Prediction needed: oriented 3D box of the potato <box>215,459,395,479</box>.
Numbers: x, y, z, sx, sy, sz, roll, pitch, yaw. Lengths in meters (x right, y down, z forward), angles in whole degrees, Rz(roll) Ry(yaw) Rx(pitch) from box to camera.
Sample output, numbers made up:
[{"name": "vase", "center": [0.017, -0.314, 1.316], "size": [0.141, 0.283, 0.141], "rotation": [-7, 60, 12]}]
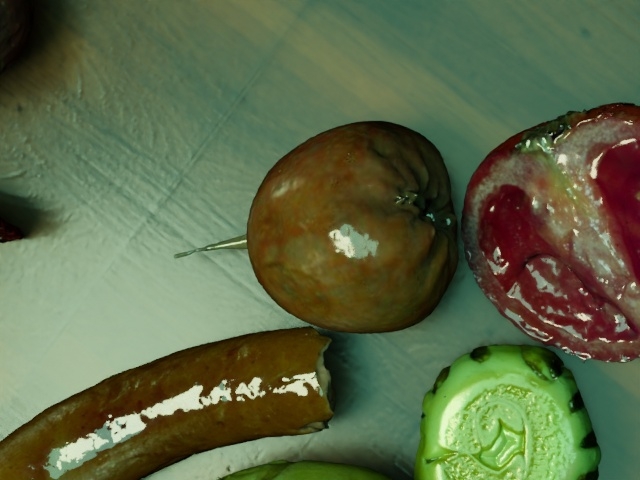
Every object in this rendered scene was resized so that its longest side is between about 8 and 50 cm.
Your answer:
[{"name": "potato", "center": [-0.017, 0.241, 1.126], "size": [0.253, 0.148, 0.186], "rotation": [4, 78, 13]}]

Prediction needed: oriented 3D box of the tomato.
[{"name": "tomato", "center": [0.201, -0.013, 1.135], "size": [0.189, 0.099, 0.173], "rotation": [-21, 101, 35]}]

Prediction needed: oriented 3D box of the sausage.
[{"name": "sausage", "center": [-0.123, 0.135, 1.169], "size": [0.302, 0.103, 0.076], "rotation": [-23, 130, 6]}]

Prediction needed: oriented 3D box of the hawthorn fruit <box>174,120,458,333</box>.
[{"name": "hawthorn fruit", "center": [0.015, -0.011, 1.151], "size": [0.189, 0.149, 0.149], "rotation": [9, 88, 49]}]

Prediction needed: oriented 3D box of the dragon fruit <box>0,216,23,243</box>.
[{"name": "dragon fruit", "center": [-0.268, -0.031, 1.181], "size": [0.097, 0.131, 0.063], "rotation": [-6, 82, 0]}]

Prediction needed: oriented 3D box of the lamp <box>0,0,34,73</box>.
[{"name": "lamp", "center": [-0.278, -0.152, 1.185], "size": [0.157, 0.156, 0.135], "rotation": [0, 128, 17]}]

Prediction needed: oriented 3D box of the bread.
[{"name": "bread", "center": [0.125, 0.140, 1.147], "size": [0.130, 0.071, 0.139], "rotation": [-11, 88, 10]}]
